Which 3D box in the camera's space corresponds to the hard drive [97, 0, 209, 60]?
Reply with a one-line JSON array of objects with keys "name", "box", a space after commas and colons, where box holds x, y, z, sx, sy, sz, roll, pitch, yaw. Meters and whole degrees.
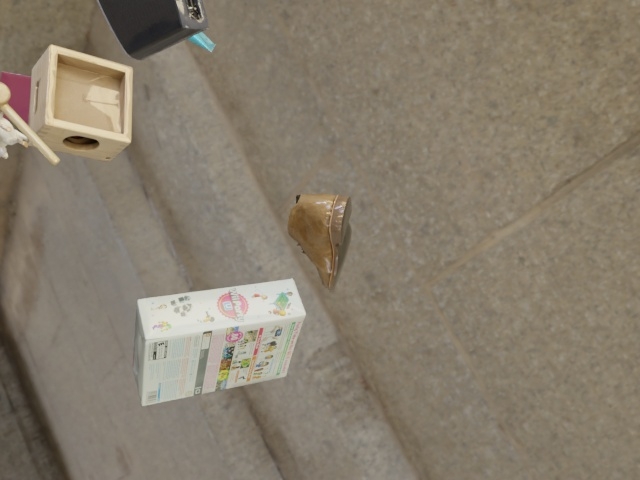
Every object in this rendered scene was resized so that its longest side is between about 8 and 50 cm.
[{"name": "hard drive", "box": [-0.284, -0.418, 1.196, 0.171, 0.054, 0.255, -14, 102, 32]}]

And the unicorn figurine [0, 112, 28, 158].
[{"name": "unicorn figurine", "box": [-0.633, -0.215, 1.573, 0.111, 0.060, 0.162, 12, 133, 27]}]

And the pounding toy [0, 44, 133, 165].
[{"name": "pounding toy", "box": [-0.386, -0.177, 1.128, 0.094, 0.206, 0.181, -25, 63, 49]}]

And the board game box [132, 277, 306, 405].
[{"name": "board game box", "box": [-0.200, 0.195, 1.515, 0.224, 0.303, 0.098, 108, 148, -46]}]

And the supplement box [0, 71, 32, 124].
[{"name": "supplement box", "box": [-0.649, -0.314, 1.751, 0.188, 0.080, 0.104, -115, 35, -82]}]

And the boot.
[{"name": "boot", "box": [0.000, 0.000, 1.605, 0.115, 0.112, 0.305, 11, 147, 9]}]

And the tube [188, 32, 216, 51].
[{"name": "tube", "box": [-0.303, -0.448, 1.583, 0.207, 0.080, 0.052, 34, 114, -14]}]
